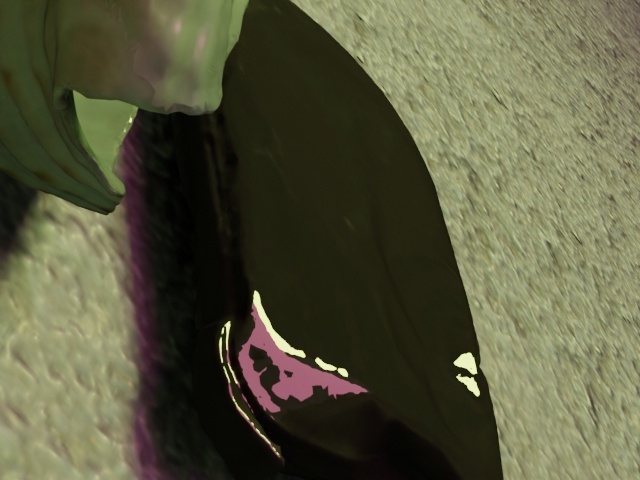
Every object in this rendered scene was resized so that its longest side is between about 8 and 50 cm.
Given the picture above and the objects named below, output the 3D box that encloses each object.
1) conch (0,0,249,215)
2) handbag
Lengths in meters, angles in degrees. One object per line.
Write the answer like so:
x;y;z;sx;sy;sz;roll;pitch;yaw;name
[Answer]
-0.115;-0.176;0.463;0.215;0.303;0.319;12;63;-6;conch
0.001;0.002;0.657;0.191;0.075;0.332;38;29;-37;handbag
